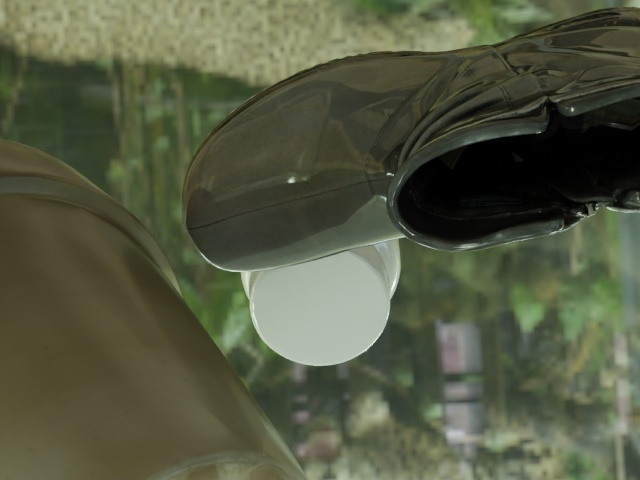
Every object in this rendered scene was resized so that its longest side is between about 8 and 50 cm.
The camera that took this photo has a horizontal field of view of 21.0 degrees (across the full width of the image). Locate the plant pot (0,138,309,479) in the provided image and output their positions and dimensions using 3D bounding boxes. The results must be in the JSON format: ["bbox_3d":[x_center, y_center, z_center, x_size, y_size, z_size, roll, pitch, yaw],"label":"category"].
[{"bbox_3d":[-0.155,0.140,0.932,0.323,0.323,0.280,2,-160,-42],"label":"plant pot"}]

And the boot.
[{"bbox_3d":[0.054,-0.046,0.967,0.338,0.118,0.222,-21,-168,14],"label":"boot"}]

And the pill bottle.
[{"bbox_3d":[0.000,0.000,1.294,0.119,0.119,0.208,-3,-154,1],"label":"pill bottle"}]
